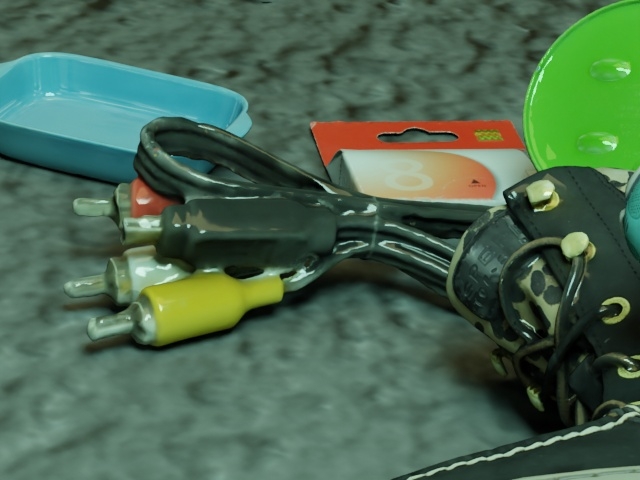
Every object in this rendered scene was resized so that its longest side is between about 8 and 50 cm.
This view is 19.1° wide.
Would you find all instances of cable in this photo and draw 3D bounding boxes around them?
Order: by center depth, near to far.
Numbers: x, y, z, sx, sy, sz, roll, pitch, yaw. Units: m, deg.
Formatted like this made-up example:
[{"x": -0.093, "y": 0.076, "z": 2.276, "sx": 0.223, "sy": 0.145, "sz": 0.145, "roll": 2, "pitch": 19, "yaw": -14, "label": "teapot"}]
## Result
[{"x": 0.000, "y": 0.000, "z": 1.072, "sx": 0.287, "sy": 0.072, "sz": 0.139, "roll": 3, "pitch": 47, "yaw": -17, "label": "cable"}]

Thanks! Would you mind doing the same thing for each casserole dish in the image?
[{"x": -0.135, "y": -0.074, "z": 1.213, "sx": 0.188, "sy": 0.037, "sz": 0.114, "roll": 14, "pitch": 30, "yaw": 16, "label": "casserole dish"}]

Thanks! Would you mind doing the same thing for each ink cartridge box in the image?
[{"x": 0.079, "y": -0.051, "z": 1.192, "sx": 0.145, "sy": 0.045, "sz": 0.179, "roll": -1, "pitch": 32, "yaw": -11, "label": "ink cartridge box"}]

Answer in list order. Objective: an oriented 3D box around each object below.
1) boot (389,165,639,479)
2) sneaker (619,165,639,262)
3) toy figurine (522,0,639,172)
[{"x": 0.136, "y": 0.081, "z": 0.861, "sx": 0.377, "sy": 0.138, "sz": 0.284, "roll": -5, "pitch": 31, "yaw": -24, "label": "boot"}, {"x": 0.253, "y": 0.028, "z": 0.773, "sx": 0.275, "sy": 0.107, "sz": 0.110, "roll": 22, "pitch": 36, "yaw": 11, "label": "sneaker"}, {"x": 0.225, "y": -0.048, "z": 1.096, "sx": 0.173, "sy": 0.130, "sz": 0.159, "roll": 1, "pitch": -20, "yaw": 29, "label": "toy figurine"}]
